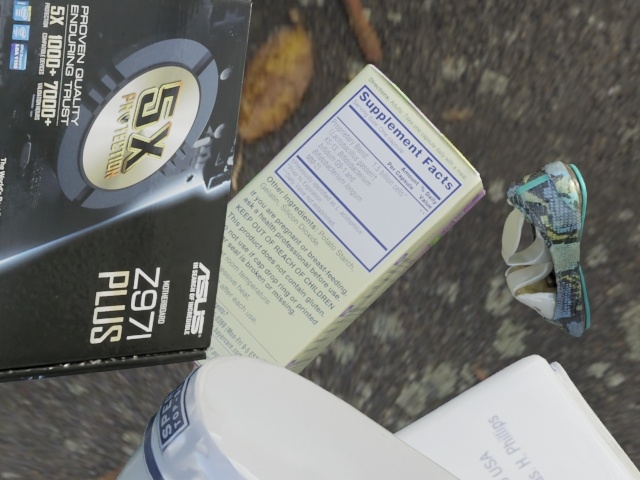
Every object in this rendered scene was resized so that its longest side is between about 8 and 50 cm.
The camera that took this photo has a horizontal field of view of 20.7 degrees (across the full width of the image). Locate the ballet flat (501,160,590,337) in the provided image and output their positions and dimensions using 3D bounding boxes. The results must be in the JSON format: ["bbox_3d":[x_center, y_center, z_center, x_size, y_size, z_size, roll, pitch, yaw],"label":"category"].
[{"bbox_3d":[0.170,0.013,1.352,0.070,0.188,0.070,-6,46,6],"label":"ballet flat"}]

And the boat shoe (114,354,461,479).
[{"bbox_3d":[0.048,0.144,0.531,0.267,0.096,0.088,34,114,-9],"label":"boat shoe"}]

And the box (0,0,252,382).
[{"bbox_3d":[-0.117,-0.034,0.794,0.077,0.147,0.180,15,101,40],"label":"box"}]

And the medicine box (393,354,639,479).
[{"bbox_3d":[-0.002,0.219,0.695,0.289,0.263,0.149,-27,65,-16],"label":"medicine box"}]

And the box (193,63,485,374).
[{"bbox_3d":[0.000,0.000,1.345,0.243,0.213,0.117,-43,84,4],"label":"box"}]

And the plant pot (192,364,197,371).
[{"bbox_3d":[-0.109,0.178,1.572,0.032,0.236,0.236,12,80,-5],"label":"plant pot"}]
